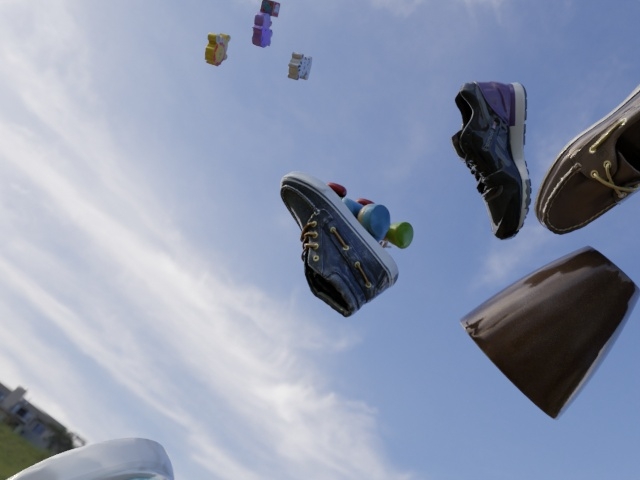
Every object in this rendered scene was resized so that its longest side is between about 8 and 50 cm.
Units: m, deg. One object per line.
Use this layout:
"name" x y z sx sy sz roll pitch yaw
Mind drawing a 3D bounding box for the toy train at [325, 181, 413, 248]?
"toy train" 0.108 -0.016 1.104 0.143 0.105 0.248 12 -7 46

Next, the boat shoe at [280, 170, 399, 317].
"boat shoe" 0.000 0.000 0.703 0.183 0.083 0.065 45 -33 15

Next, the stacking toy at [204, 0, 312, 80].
"stacking toy" -0.083 -0.364 0.946 0.167 0.052 0.221 18 -72 17

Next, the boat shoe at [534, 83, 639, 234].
"boat shoe" 0.439 -0.123 0.889 0.117 0.096 0.324 38 -63 -7

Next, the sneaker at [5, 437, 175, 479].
"sneaker" -0.247 0.297 0.436 0.150 0.366 0.135 46 -16 37

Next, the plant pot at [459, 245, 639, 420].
"plant pot" 0.382 0.126 0.987 0.215 0.215 0.230 43 -81 -10

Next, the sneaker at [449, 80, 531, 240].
"sneaker" 0.281 -0.139 1.071 0.124 0.283 0.107 3 -13 -9
